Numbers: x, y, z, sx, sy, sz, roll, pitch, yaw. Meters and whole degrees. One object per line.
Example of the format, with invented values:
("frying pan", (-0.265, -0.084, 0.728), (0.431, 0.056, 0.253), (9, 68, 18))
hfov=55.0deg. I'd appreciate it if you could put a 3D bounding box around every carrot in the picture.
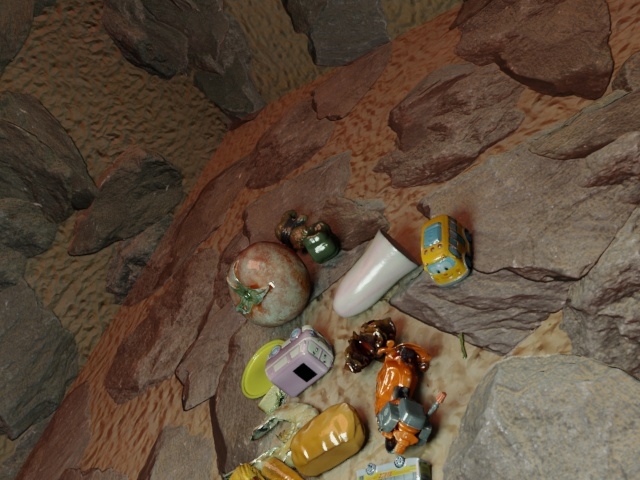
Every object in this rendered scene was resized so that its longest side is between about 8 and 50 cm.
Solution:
("carrot", (-0.063, 0.660, 1.660), (0.210, 0.061, 0.061), (20, 68, 33))

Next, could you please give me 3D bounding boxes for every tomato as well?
("tomato", (-0.189, 0.161, 2.238), (0.317, 0.316, 0.282), (-11, 14, 47))

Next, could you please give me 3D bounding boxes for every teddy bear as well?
("teddy bear", (-0.127, -0.033, 2.586), (0.251, 0.129, 0.182), (31, 116, 57))

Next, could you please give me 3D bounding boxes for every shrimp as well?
("shrimp", (-0.148, 0.615, 1.851), (0.360, 0.085, 0.247), (-35, 30, 8))

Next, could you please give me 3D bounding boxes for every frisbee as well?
("frisbee", (-0.192, 0.455, 2.177), (0.236, 0.017, 0.236), (-33, 32, 24))

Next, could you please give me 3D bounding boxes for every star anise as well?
("star anise", (0.139, 0.315, 1.790), (0.190, 0.126, 0.220), (-32, 5, 27))

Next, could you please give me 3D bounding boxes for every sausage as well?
("sausage", (0.015, 0.546, 1.674), (0.241, 0.120, 0.136), (-40, 37, 14))

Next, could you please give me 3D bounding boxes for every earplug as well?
("earplug", (0.157, 0.132, 1.991), (0.301, 0.172, 0.172), (-49, 28, 11))

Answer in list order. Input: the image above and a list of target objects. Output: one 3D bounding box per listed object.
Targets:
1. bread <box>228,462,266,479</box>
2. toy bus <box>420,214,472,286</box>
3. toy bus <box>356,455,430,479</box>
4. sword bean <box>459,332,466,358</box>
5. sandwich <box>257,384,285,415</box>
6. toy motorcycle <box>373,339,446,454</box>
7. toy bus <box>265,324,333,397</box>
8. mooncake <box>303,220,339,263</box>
("bread", (-0.205, 0.763, 1.693), (0.210, 0.099, 0.235), (32, 100, 60))
("toy bus", (0.369, 0.023, 1.841), (0.126, 0.136, 0.209), (-26, 36, 33))
("toy bus", (0.177, 0.574, 1.490), (0.190, 0.064, 0.075), (-28, 46, 31))
("sword bean", (0.378, 0.281, 1.636), (0.012, 0.012, 0.083), (-31, 33, 27))
("sandwich", (-0.152, 0.525, 2.015), (0.105, 0.036, 0.093), (-55, 29, -17))
("toy motorcycle", (0.210, 0.389, 1.593), (0.325, 0.148, 0.221), (-95, 29, -65))
("toy bus", (-0.064, 0.387, 1.967), (0.202, 0.142, 0.142), (-40, 24, 14))
("mooncake", (0.000, 0.000, 2.339), (0.104, 0.168, 0.175), (-34, 46, 19))
